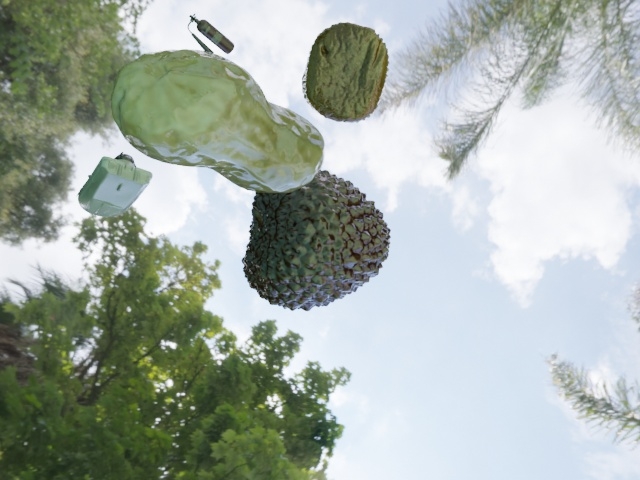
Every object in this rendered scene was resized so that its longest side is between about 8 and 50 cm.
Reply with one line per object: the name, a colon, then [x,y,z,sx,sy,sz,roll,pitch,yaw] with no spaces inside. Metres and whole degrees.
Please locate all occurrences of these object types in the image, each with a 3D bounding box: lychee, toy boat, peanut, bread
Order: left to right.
toy boat: [-0.556,-0.148,1.339,0.269,0.141,0.140,-18,-119,50]
peanut: [-0.091,-0.121,0.541,0.124,0.257,0.123,-15,-111,43]
lychee: [0.000,0.000,0.887,0.272,0.271,0.271,-4,-110,11]
bread: [0.070,-0.446,1.346,0.228,0.142,0.253,17,-69,-10]

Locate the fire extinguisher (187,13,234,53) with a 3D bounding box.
fire extinguisher: [-0.207,-0.368,0.907,0.046,0.100,0.032,-30,-129,30]
